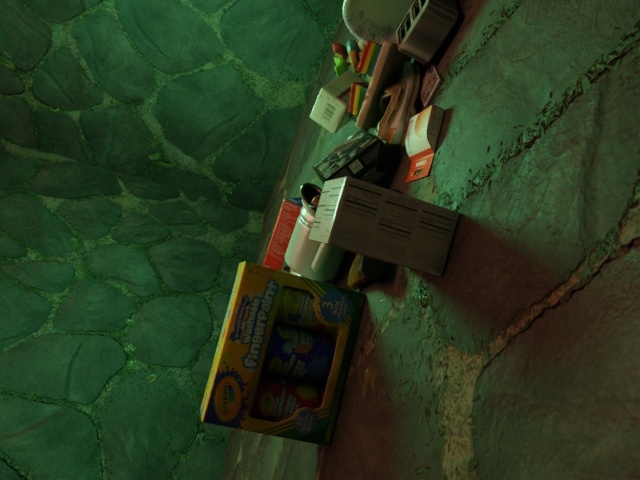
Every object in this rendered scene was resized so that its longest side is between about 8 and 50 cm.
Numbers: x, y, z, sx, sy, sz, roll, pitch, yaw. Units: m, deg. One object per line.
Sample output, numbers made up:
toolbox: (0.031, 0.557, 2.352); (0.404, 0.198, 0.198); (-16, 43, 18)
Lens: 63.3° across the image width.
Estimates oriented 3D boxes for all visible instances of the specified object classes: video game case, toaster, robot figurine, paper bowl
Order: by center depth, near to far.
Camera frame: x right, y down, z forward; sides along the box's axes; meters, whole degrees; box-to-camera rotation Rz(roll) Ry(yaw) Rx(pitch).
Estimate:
toaster: (0.299, -0.601, 1.453); (0.168, 0.110, 0.186); (124, 158, -44)
video game case: (0.308, -0.440, 1.467); (0.122, 0.011, 0.087); (-90, 21, -50)
paper bowl: (0.217, -0.745, 1.604); (0.284, 0.284, 0.148); (136, 148, -65)
robot figurine: (0.000, 0.000, 1.803); (0.300, 0.199, 0.353); (-111, 39, -66)

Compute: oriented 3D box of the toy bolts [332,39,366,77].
toy bolts: (0.160, -0.811, 2.370); (0.218, 0.158, 0.228); (54, -154, -53)

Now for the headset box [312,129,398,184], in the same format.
headset box: (0.100, -0.241, 1.669); (0.218, 0.110, 0.293); (-38, 19, 4)

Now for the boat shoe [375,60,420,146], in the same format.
boat shoe: (0.229, -0.418, 1.537); (0.113, 0.103, 0.302); (103, 177, -60)

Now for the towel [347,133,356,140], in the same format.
towel: (0.126, -0.384, 2.131); (0.152, 0.023, 0.113); (-162, 87, -77)

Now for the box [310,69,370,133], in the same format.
box: (0.085, -0.554, 2.071); (0.232, 0.127, 0.149); (-46, -11, -43)

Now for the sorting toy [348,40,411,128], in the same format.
sorting toy: (0.176, -0.493, 1.625); (0.257, 0.089, 0.255); (-32, -35, -61)

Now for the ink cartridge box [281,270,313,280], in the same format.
ink cartridge box: (-0.055, 0.172, 1.659); (0.060, 0.180, 0.104); (8, 76, 53)

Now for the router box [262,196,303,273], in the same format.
router box: (-0.073, -0.018, 2.020); (0.335, 0.082, 0.301); (-15, -52, -64)

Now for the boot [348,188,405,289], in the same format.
boot: (0.158, 0.007, 1.482); (0.280, 0.096, 0.264); (112, 171, -79)

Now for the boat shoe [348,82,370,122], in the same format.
boat shoe: (0.183, -0.534, 1.927); (0.267, 0.088, 0.096); (128, 155, -59)

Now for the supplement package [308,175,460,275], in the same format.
supplement package: (0.132, -0.031, 1.157); (0.204, 0.262, 0.145); (-166, 93, -77)

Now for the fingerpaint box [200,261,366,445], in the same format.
fingerpaint box: (-0.108, 0.320, 1.499); (0.163, 0.371, 0.445); (164, 122, -74)

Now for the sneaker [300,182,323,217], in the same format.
sneaker: (0.025, -0.080, 1.619); (0.100, 0.271, 0.108); (-45, -25, -2)

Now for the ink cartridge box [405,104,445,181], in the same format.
ink cartridge box: (0.260, -0.253, 1.377); (0.145, 0.045, 0.179); (176, 112, -77)
